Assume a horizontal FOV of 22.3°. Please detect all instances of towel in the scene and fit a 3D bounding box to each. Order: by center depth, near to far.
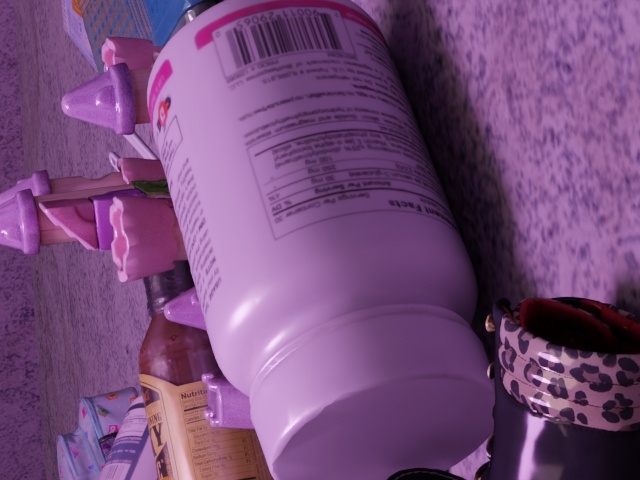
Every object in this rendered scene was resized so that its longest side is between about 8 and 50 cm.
[{"bbox_3d":[-0.206,-0.333,1.617,0.271,0.040,0.370,-38,67,60],"label":"towel"}]

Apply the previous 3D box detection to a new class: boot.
[{"bbox_3d":[0.100,0.108,0.811,0.236,0.085,0.178,-151,57,-63],"label":"boot"}]

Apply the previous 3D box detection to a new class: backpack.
[{"bbox_3d":[-0.262,0.287,2.078,0.166,0.144,0.188,94,165,-52],"label":"backpack"}]

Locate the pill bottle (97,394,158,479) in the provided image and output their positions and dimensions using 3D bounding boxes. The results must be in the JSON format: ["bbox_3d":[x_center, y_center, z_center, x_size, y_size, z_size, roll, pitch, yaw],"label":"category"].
[{"bbox_3d":[-0.150,0.211,1.603,0.108,0.108,0.180,109,-178,-58],"label":"pill bottle"}]

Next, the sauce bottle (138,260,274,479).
[{"bbox_3d":[-0.109,0.154,1.516,0.111,0.111,0.344,125,135,-68],"label":"sauce bottle"}]

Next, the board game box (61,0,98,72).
[{"bbox_3d":[-0.250,-0.363,1.861,0.318,0.066,0.318,-132,37,-62],"label":"board game box"}]

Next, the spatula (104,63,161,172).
[{"bbox_3d":[-0.150,-0.056,1.607,0.242,0.019,0.168,45,148,32],"label":"spatula"}]

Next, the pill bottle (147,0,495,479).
[{"bbox_3d":[0.000,0.000,0.971,0.160,0.160,0.283,103,155,-52],"label":"pill bottle"}]

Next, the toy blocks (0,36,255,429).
[{"bbox_3d":[-0.154,-0.006,1.330,0.288,0.260,0.309,-152,56,-70],"label":"toy blocks"}]
